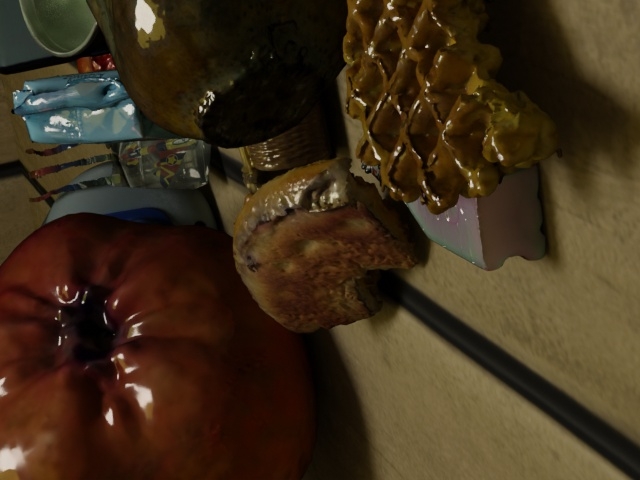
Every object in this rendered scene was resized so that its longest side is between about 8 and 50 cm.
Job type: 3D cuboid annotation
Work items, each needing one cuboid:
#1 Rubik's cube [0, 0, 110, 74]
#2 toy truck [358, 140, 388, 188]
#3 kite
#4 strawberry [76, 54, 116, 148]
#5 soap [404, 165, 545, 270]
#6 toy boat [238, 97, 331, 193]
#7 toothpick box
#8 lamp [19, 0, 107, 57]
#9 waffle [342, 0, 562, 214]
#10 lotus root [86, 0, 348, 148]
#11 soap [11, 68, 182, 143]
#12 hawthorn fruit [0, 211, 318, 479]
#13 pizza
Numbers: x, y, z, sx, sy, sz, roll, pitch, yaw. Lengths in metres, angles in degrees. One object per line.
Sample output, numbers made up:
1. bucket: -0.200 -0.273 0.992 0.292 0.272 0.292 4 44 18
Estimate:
1. Rubik's cube: -0.286 -0.365 1.754 0.288 0.293 0.283 -146 41 -63
2. toy truck: 0.057 -0.064 1.352 0.083 0.032 0.024 -131 34 -60
3. kite: -0.252 -0.107 1.965 0.015 0.245 0.141 64 -164 -62
4. strawberry: -0.279 -0.236 2.164 0.174 0.098 0.228 92 159 -43
5. soap: 0.107 -0.045 1.168 0.149 0.056 0.100 -145 45 -64
6. toy boat: -0.046 -0.150 1.498 0.115 0.089 0.310 -124 23 -73
7. toothpick box: -0.275 0.024 2.091 0.355 0.263 0.263 143 111 -70
8. lamp: -0.162 -0.251 1.551 0.147 0.227 0.172 -39 68 43
9. waffle: 0.081 -0.164 1.069 0.260 0.069 0.293 179 90 -68
10. lotus root: -0.099 -0.250 1.323 0.250 0.250 0.346 113 140 -64
11. soap: -0.192 -0.144 1.673 0.293 0.156 0.077 -13 -80 -67
12. hawthorn fruit: -0.216 0.215 1.776 0.472 0.472 0.471 165 90 -73
13. pizza: 0.000 0.000 1.424 0.305 0.161 0.085 115 166 -63
